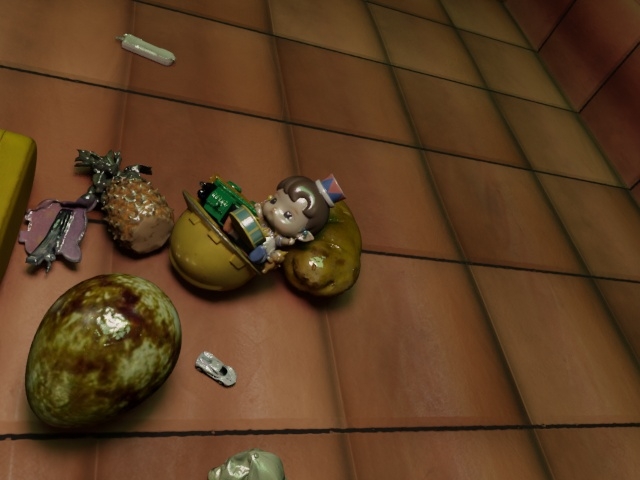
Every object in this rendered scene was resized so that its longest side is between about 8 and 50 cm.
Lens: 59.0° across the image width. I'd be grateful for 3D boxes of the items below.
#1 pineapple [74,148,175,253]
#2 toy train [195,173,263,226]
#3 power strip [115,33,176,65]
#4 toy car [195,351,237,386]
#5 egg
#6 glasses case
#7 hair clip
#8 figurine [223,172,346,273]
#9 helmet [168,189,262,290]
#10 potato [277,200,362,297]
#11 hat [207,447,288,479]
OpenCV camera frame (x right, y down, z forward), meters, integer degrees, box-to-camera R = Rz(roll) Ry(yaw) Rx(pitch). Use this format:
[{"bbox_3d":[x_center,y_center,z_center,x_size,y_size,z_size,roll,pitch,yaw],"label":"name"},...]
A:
[{"bbox_3d":[-0.453,-0.113,1.313,0.170,0.141,0.310,-25,58,-32],"label":"pineapple"},{"bbox_3d":[-0.220,-0.077,1.382,0.227,0.091,0.136,39,8,9],"label":"toy train"},{"bbox_3d":[-0.541,-0.591,1.753,0.191,0.030,0.048,21,47,-9],"label":"power strip"},{"bbox_3d":[-0.213,0.265,1.168,0.093,0.025,0.041,31,46,2],"label":"toy car"},{"bbox_3d":[-0.383,0.192,0.998,0.238,0.238,0.289,38,55,8],"label":"egg"},{"bbox_3d":[-0.672,-0.061,1.118,0.141,0.173,0.371,10,45,-20],"label":"glasses case"},{"bbox_3d":[-0.566,-0.016,1.196,0.146,0.056,0.187,2,55,5],"label":"hair clip"},{"bbox_3d":[-0.073,-0.060,1.269,0.275,0.158,0.161,-36,60,-18],"label":"figurine"},{"bbox_3d":[-0.261,0.027,1.262,0.257,0.205,0.140,45,85,3],"label":"helmet"},{"bbox_3d":[0.000,0.000,1.432,0.369,0.195,0.176,-87,153,-49],"label":"potato"},{"bbox_3d":[-0.110,0.449,1.030,0.166,0.081,0.122,50,50,5],"label":"hat"}]
